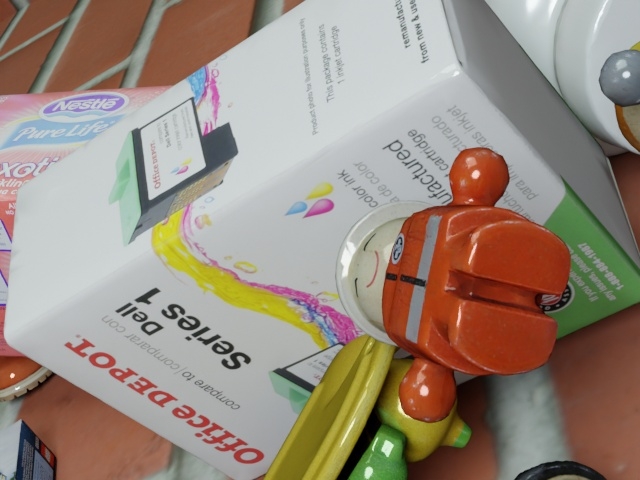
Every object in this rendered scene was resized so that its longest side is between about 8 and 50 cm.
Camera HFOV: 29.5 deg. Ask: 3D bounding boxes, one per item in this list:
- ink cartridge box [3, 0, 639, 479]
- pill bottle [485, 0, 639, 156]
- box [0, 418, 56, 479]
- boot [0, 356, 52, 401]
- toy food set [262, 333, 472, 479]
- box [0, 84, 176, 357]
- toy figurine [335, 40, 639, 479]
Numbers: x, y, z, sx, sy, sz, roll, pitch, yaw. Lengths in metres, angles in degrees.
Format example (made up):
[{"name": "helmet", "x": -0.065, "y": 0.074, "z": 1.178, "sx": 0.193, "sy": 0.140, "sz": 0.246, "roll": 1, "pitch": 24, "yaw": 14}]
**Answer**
[{"name": "ink cartridge box", "x": 0.000, "y": 0.000, "z": 0.652, "sx": 0.278, "sy": 0.201, "sz": 0.117, "roll": -29, "pitch": 43, "yaw": 23}, {"name": "pill bottle", "x": 0.158, "y": -0.150, "z": 0.806, "sx": 0.169, "sy": 0.169, "sz": 0.301, "roll": -36, "pitch": 26, "yaw": -3}, {"name": "box", "x": -0.285, "y": 0.234, "z": 0.809, "sx": 0.233, "sy": 0.044, "sz": 0.159, "roll": -32, "pitch": 26, "yaw": 5}, {"name": "boot", "x": -0.248, "y": 0.063, "z": 1.017, "sx": 0.059, "sy": 0.085, "sz": 0.158, "roll": -20, "pitch": 31, "yaw": 25}, {"name": "toy food set", "x": 0.008, "y": 0.135, "z": 0.579, "sx": 0.218, "sy": 0.071, "sz": 0.128, "roll": -60, "pitch": 5, "yaw": 13}, {"name": "box", "x": -0.165, "y": -0.014, "z": 0.881, "sx": 0.299, "sy": 0.154, "sz": 0.142, "roll": -1, "pitch": 38, "yaw": 23}, {"name": "toy figurine", "x": 0.134, "y": 0.035, "z": 0.476, "sx": 0.209, "sy": 0.213, "sz": 0.148, "roll": -35, "pitch": 9, "yaw": -9}]
